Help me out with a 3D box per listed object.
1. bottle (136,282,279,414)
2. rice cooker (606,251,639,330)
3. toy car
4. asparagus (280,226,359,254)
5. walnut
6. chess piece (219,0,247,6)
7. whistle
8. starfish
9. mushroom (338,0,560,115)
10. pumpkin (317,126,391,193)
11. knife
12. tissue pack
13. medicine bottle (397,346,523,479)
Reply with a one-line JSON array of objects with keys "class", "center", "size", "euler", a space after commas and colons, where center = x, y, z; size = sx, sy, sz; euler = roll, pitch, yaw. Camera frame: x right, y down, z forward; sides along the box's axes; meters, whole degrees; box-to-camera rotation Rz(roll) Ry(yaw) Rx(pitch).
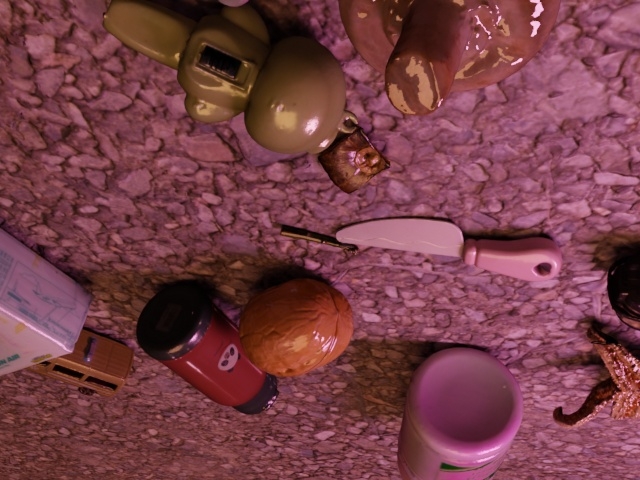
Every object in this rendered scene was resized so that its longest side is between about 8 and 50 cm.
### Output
[{"class": "bottle", "center": [-0.192, 0.223, 1.443], "size": [0.143, 0.144, 0.336], "euler": [-9, 141, 24]}, {"class": "rice cooker", "center": [0.496, 0.074, 1.110], "size": [0.165, 0.112, 0.106], "euler": [-1, 150, 15]}, {"class": "toy car", "center": [-0.509, 0.226, 1.558], "size": [0.256, 0.101, 0.124], "euler": [26, 141, -25]}, {"class": "asparagus", "center": [0.000, 0.000, 1.196], "size": [0.127, 0.018, 0.015], "euler": [14, 178, -7]}, {"class": "walnut", "center": [-0.045, 0.146, 1.293], "size": [0.197, 0.165, 0.165], "euler": [-25, 134, 28]}, {"class": "chess piece", "center": [-0.043, -0.273, 0.592], "size": [0.139, 0.272, 0.139], "euler": [7, 144, 5]}, {"class": "whistle", "center": [-0.092, -0.193, 0.877], "size": [0.294, 0.141, 0.141], "euler": [28, 145, 6]}, {"class": "starfish", "center": [0.551, 0.245, 1.351], "size": [0.312, 0.113, 0.303], "euler": [-28, 135, 28]}, {"class": "mushroom", "center": [0.111, -0.205, 0.709], "size": [0.207, 0.215, 0.207], "euler": [12, 143, 9]}, {"class": "pumpkin", "center": [0.046, -0.110, 1.018], "size": [0.073, 0.035, 0.101], "euler": [41, 139, -22]}, {"class": "knife", "center": [0.187, 0.006, 1.145], "size": [0.335, 0.043, 0.081], "euler": [8, 133, 5]}, {"class": "tissue pack", "center": [-0.632, 0.078, 1.308], "size": [0.287, 0.162, 0.388], "euler": [-20, 134, 28]}, {"class": "medicine bottle", "center": [0.259, 0.368, 1.492], "size": [0.211, 0.212, 0.326], "euler": [5, 145, 5]}]
